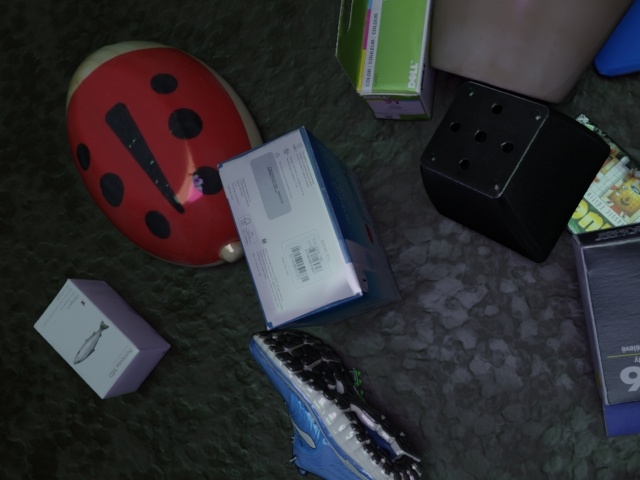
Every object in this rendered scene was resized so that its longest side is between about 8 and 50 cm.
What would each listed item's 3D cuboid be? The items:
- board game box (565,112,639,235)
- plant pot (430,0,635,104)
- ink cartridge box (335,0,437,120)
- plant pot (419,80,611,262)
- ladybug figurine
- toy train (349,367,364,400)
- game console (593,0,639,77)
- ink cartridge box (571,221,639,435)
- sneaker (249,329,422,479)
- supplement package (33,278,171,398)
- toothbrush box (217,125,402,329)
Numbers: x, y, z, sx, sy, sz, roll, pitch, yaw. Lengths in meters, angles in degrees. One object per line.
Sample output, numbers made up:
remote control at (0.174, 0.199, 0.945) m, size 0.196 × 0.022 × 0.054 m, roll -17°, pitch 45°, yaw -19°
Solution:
board game box at (0.413, -0.045, 0.900) m, size 0.136 × 0.030 × 0.259 m, roll -45°, pitch 74°, yaw 10°
plant pot at (0.278, -0.343, 0.850) m, size 0.323 × 0.323 × 0.280 m, roll 23°, pitch 109°, yaw 17°
ink cartridge box at (0.104, -0.295, 0.897) m, size 0.097 × 0.255 × 0.188 m, roll 6°, pitch 86°, yaw 17°
plant pot at (0.243, -0.106, 0.856) m, size 0.188 × 0.167 × 0.187 m, roll 32°, pitch 94°, yaw 36°
ladybug figurine at (-0.262, -0.149, 1.037) m, size 0.305 × 0.162 × 0.449 m, roll -42°, pitch 75°, yaw 8°
toy train at (0.056, 0.237, 0.974) m, size 0.017 × 0.024 × 0.083 m, roll -11°, pitch 81°, yaw 15°
game console at (0.548, -0.375, 0.897) m, size 0.250 × 0.173 × 0.293 m, roll 5°, pitch 85°, yaw -14°
ink cartridge box at (0.490, 0.110, 0.775) m, size 0.304 × 0.072 × 0.307 m, roll -12°, pitch 105°, yaw 15°
sneaker at (-0.012, 0.263, 0.931) m, size 0.330 × 0.130 × 0.147 m, roll 47°, pitch 115°, yaw 30°
supplement package at (-0.361, 0.160, 1.062) m, size 0.179 × 0.105 × 0.105 m, roll 39°, pitch 95°, yaw 16°
toothbrush box at (0.000, 0.000, 0.876) m, size 0.126 × 0.295 × 0.216 m, roll -21°, pitch 78°, yaw 12°
